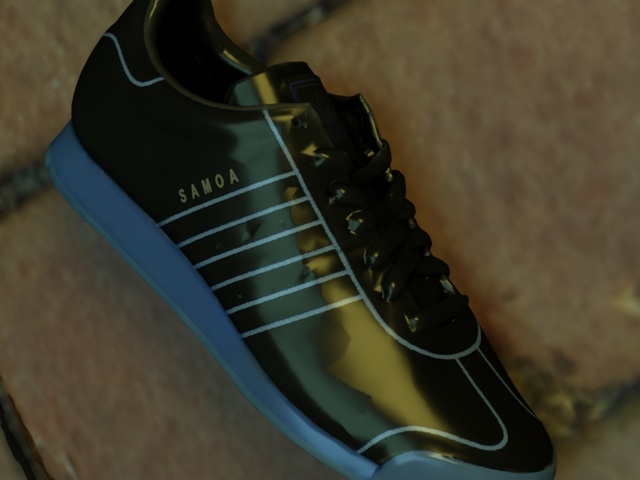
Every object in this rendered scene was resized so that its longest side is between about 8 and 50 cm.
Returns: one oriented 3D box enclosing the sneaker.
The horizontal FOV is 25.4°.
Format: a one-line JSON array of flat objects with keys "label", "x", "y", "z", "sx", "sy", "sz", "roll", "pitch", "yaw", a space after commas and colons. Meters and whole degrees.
[{"label": "sneaker", "x": 0.000, "y": 0.000, "z": 0.496, "sx": 0.232, "sy": 0.081, "sz": 0.090, "roll": 40, "pitch": 119, "yaw": 16}]
